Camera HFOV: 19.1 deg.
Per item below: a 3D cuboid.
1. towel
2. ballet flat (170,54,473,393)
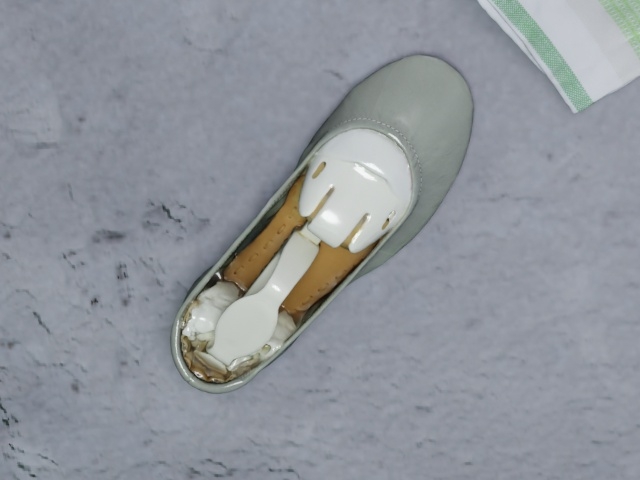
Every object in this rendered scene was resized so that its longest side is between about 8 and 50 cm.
[{"bbox_3d":[0.154,-0.118,0.842,0.152,0.023,0.113,-24,141,23],"label":"towel"},{"bbox_3d":[0.000,0.000,0.940,0.072,0.068,0.213,39,116,-4],"label":"ballet flat"}]
